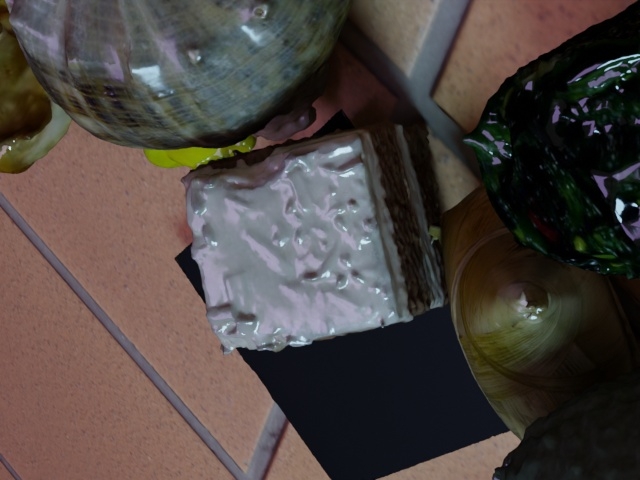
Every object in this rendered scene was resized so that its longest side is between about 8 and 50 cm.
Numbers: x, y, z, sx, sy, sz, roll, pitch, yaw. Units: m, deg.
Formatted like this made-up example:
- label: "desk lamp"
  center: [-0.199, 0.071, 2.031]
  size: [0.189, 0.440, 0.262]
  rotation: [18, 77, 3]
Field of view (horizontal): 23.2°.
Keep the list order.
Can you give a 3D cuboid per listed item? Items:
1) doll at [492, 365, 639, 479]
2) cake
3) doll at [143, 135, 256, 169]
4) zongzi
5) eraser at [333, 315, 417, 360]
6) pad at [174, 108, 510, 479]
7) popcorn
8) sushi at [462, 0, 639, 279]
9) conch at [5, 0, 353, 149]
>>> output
- label: "doll"
  center: [0.243, 0.217, 0.813]
  size: [0.349, 0.247, 0.247]
  rotation: [53, 152, -7]
- label: "cake"
  center: [0.000, 0.000, 0.961]
  size: [0.135, 0.147, 0.135]
  rotation: [-11, 99, 17]
- label: "doll"
  center: [-0.133, -0.136, 1.151]
  size: [0.241, 0.135, 0.099]
  rotation: [47, 179, 18]
- label: "zongzi"
  center: [0.135, 0.070, 0.882]
  size: [0.194, 0.099, 0.197]
  rotation: [62, -173, -17]
- label: "eraser"
  center: [0.040, 0.042, 1.144]
  size: [0.104, 0.023, 0.150]
  rotation: [40, 148, 28]
- label: "pad"
  center: [0.013, 0.064, 1.179]
  size: [0.248, 0.007, 0.367]
  rotation: [56, 152, 2]
- label: "popcorn"
  center: [-0.328, -0.148, 1.346]
  size: [0.253, 0.191, 0.190]
  rotation: [38, 162, 14]
- label: "sushi"
  center: [0.171, -0.053, 0.733]
  size: [0.124, 0.127, 0.225]
  rotation: [60, 150, -8]
- label: "conch"
  center: [-0.064, -0.137, 0.940]
  size: [0.159, 0.210, 0.291]
  rotation: [42, 167, 45]
